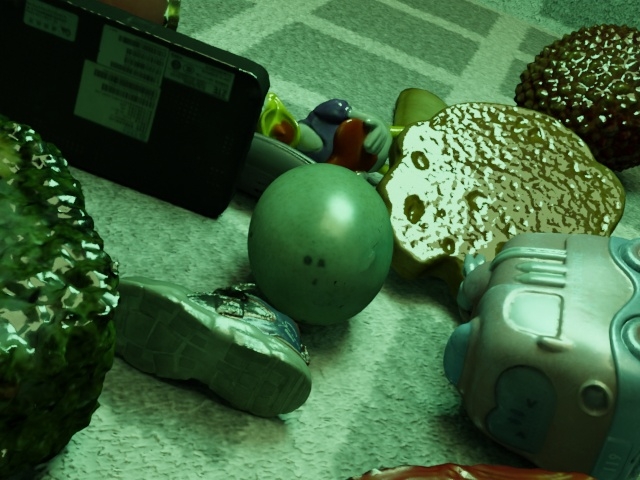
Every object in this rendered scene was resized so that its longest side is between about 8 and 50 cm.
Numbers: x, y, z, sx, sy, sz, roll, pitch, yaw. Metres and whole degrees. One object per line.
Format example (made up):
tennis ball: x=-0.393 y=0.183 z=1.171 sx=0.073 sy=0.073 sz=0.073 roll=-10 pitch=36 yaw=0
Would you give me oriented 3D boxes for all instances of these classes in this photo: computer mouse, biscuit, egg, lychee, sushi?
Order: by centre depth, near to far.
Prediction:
sushi: x=-0.336 y=0.037 z=0.733 sx=0.294 sy=0.178 sz=0.352 roll=-1 pitch=38 yaw=-30
egg: x=0.000 y=0.000 z=1.026 sx=0.169 sy=0.169 sz=0.236 roll=16 pitch=30 yaw=-8
biscuit: x=0.246 y=-0.029 z=1.203 sx=0.358 sy=0.074 sz=0.381 roll=10 pitch=61 yaw=-6
computer mouse: x=-0.055 y=-0.087 z=1.213 sx=0.232 sy=0.120 sz=0.057 roll=26 pitch=65 yaw=12
biscuit: x=0.245 y=-0.194 z=1.647 sx=0.236 sy=0.062 sz=0.291 roll=21 pitch=29 yaw=-1
lychee: x=0.552 y=-0.280 z=1.760 sx=0.330 sy=0.306 sz=0.306 roll=-14 pitch=41 yaw=-27

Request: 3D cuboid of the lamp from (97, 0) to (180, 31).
lamp: x=-0.341 y=-0.353 z=1.287 sx=0.257 sy=0.303 sz=0.303 roll=-1 pitch=34 yaw=-27

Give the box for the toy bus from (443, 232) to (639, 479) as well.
toy bus: x=0.255 y=0.113 z=0.962 sx=0.231 sy=0.197 sz=0.294 roll=14 pitch=40 yaw=9

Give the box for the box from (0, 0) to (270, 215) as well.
box: x=-0.253 y=-0.181 z=1.134 sx=0.350 sy=0.211 sz=0.058 roll=20 pitch=26 yaw=0

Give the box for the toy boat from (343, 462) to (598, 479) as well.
toy boat: x=0.113 y=0.259 z=0.667 sx=0.331 sy=0.145 sz=0.133 roll=8 pitch=24 yaw=-29

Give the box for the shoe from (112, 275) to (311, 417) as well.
shoe: x=-0.104 y=0.080 z=0.886 sx=0.227 sy=0.099 sz=0.125 roll=26 pitch=36 yaw=0

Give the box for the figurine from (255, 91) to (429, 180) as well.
figurine: x=0.014 y=-0.160 z=1.340 sx=0.420 sy=0.154 sz=0.193 roll=7 pitch=26 yaw=-26
